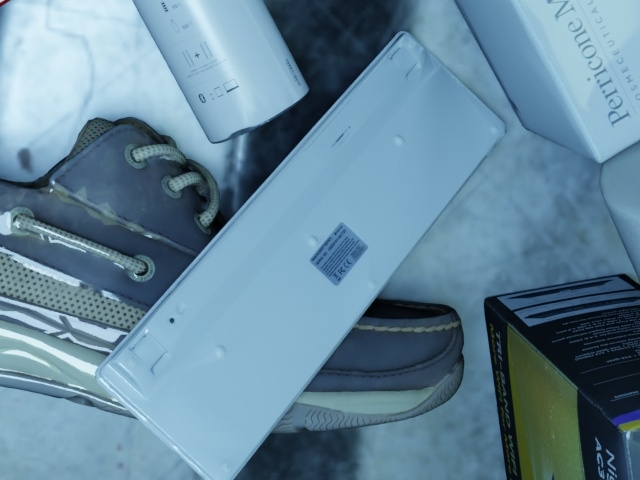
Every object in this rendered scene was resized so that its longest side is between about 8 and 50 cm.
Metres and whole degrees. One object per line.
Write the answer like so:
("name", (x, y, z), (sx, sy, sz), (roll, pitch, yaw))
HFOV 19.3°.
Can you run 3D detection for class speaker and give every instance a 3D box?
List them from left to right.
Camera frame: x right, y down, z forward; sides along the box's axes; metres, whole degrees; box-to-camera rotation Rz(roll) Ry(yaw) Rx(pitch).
("speaker", (-0.060, -0.116, 0.868), (0.055, 0.055, 0.136), (-29, 103, -2))

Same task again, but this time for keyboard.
("keyboard", (0.000, 0.000, 0.839), (0.072, 0.014, 0.256), (47, 53, -9))

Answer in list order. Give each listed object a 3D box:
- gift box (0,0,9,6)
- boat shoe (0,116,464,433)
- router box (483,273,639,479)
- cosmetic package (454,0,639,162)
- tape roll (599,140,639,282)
("gift box", (-0.267, -0.168, 0.724), (0.255, 0.276, 0.258), (-23, 104, 2))
("boat shoe", (-0.097, 0.008, 0.848), (0.355, 0.132, 0.130), (9, 92, -17))
("router box", (0.157, 0.191, 0.861), (0.081, 0.243, 0.309), (-10, 101, -7))
("cosmetic package", (0.150, -0.191, 0.844), (0.225, 0.138, 0.224), (-31, 103, 0))
("tape roll", (0.305, -0.069, 0.760), (0.392, 0.392, 0.072), (-26, 102, -3))
